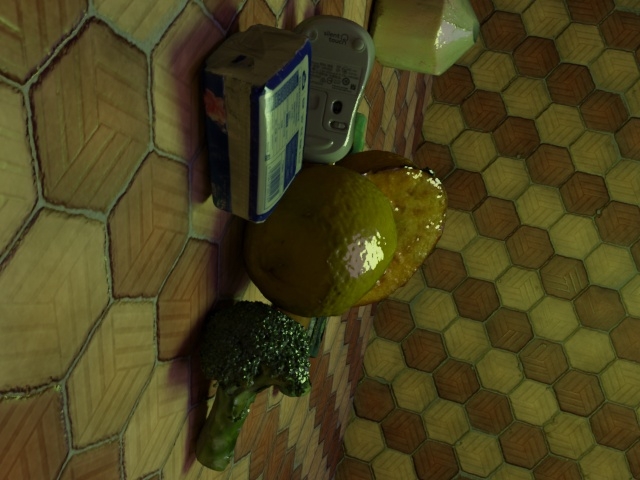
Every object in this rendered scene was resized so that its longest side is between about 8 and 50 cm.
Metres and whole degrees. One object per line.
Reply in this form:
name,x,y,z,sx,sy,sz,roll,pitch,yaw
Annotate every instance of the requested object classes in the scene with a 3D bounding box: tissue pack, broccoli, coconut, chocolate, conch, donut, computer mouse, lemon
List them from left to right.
broccoli,-0.165,0.301,1.311,0.252,0.221,0.361,-161,-92,-73
tissue pack,-0.109,-0.197,1.110,0.209,0.137,0.269,-63,164,-45
conch,-0.074,0.388,1.888,0.079,0.106,0.170,-68,161,-47
tissue pack,-0.040,0.254,1.951,0.235,0.073,0.173,54,50,-73
lemon,-0.001,0.001,1.378,0.336,0.336,0.335,14,90,-76
computer mouse,0.008,-0.307,1.370,0.121,0.184,0.296,-89,-174,-80
chocolate,0.069,-0.243,1.848,0.110,0.110,0.291,85,21,-53
donut,0.140,-0.052,1.741,0.163,0.378,0.435,56,-12,46
coconut,0.324,-0.653,2.005,0.297,0.310,0.297,13,90,-77

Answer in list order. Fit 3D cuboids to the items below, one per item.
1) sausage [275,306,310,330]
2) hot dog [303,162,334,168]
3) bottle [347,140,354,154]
sausage,-0.069,0.176,1.710,0.270,0.109,0.108,-62,161,-46
hot dog,0.019,-0.323,1.511,0.158,0.117,0.348,-46,151,-62
bottle,0.047,-0.346,1.685,0.286,0.082,0.082,88,21,-48
